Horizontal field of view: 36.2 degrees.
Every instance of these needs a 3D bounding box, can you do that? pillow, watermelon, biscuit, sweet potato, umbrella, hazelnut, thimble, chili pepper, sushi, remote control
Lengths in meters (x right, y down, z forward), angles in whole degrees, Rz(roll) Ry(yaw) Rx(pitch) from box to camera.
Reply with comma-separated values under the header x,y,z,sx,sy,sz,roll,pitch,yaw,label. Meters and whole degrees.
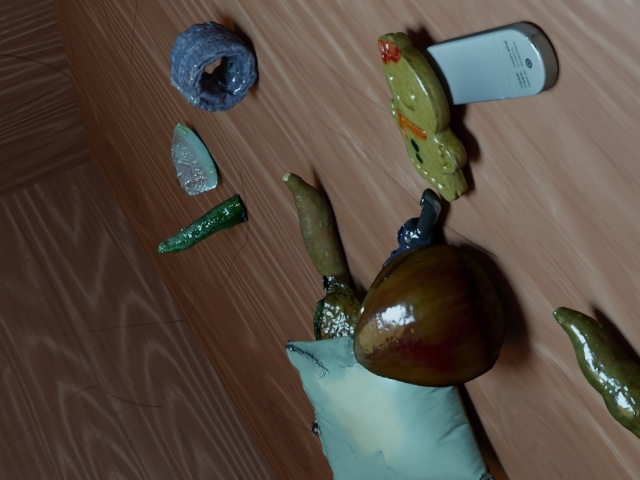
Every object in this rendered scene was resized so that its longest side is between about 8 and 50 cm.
x,y,z,sx,sy,sz,roll,pitch,yaw,label
0.108,0.281,1.614,0.312,0.119,0.310,-18,90,36,pillow
-0.306,-0.192,2.349,0.081,0.094,0.180,114,143,-71,watermelon
0.123,-0.151,1.216,0.166,0.036,0.225,53,167,47,biscuit
0.345,0.180,1.056,0.274,0.067,0.067,55,160,20,sweet potato
0.136,0.010,1.402,0.071,0.071,0.248,57,160,20,umbrella
0.138,0.108,1.305,0.208,0.208,0.208,53,159,30,hazelnut
-0.194,-0.311,1.756,0.098,0.150,0.150,48,157,33,thimble
0.000,0.000,1.776,0.072,0.066,0.314,50,161,56,sweet potato
-0.278,-0.027,2.254,0.059,0.227,0.088,54,164,29,chili pepper
0.048,0.208,1.779,0.140,0.149,0.287,13,110,29,sushi
0.179,-0.190,1.078,0.077,0.022,0.245,66,162,-13,remote control
